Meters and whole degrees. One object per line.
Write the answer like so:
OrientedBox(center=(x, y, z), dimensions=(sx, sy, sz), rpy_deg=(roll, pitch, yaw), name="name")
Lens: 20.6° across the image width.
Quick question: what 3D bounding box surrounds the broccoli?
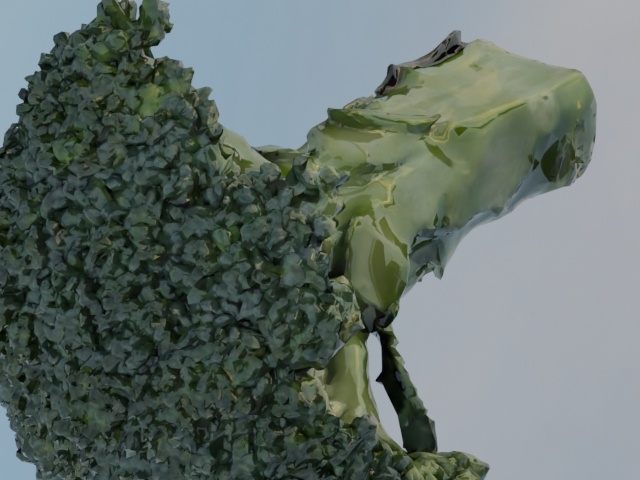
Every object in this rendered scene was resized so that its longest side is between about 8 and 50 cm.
OrientedBox(center=(0.008, 0.022, 0.809), dimensions=(0.221, 0.361, 0.252), rpy_deg=(-5, -90, 39), name="broccoli")
